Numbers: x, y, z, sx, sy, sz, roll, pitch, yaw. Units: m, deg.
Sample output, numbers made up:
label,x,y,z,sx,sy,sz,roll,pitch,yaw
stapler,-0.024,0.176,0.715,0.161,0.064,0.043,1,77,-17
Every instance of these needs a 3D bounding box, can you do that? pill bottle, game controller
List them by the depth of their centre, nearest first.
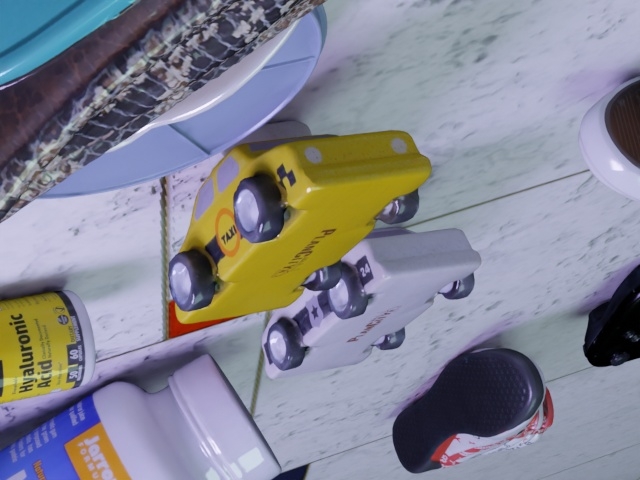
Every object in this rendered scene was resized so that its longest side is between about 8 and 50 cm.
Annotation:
label,x,y,z,sx,sy,sz,roll,pitch,yaw
pill bottle,-0.206,0.071,0.968,0.116,0.065,0.065,-11,158,-28
pill bottle,-0.173,0.205,1.197,0.272,0.152,0.152,-32,161,-3
game controller,0.414,0.048,1.551,0.319,0.067,0.166,-13,159,-24

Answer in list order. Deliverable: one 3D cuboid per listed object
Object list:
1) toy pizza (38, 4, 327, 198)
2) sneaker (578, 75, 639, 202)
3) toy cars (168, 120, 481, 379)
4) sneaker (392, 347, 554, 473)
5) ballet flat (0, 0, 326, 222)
label,x,y,z,sx,sy,sz,roll,pitch,yaw
toy pizza,-0.094,-0.080,0.738,0.201,0.032,0.201,-18,160,-7
sneaker,0.256,-0.042,1.088,0.290,0.106,0.123,-2,150,-46
toy cars,0.000,0.000,0.969,0.177,0.087,0.393,-21,162,7
sneaker,0.191,0.162,1.587,0.145,0.090,0.270,-11,162,-29
ballet flat,-0.136,-0.056,0.579,0.483,0.164,0.182,-29,162,11
